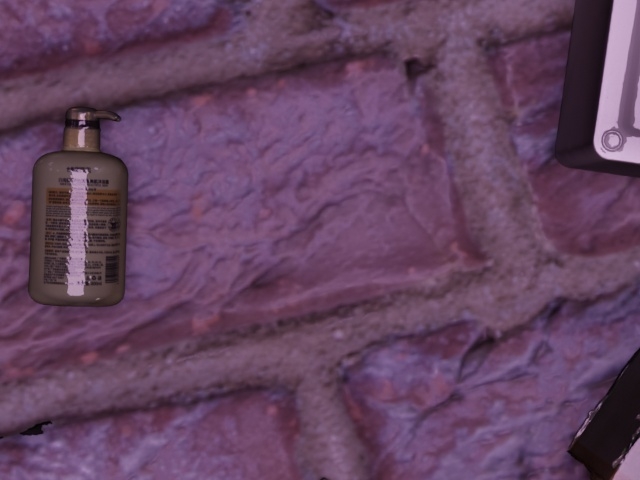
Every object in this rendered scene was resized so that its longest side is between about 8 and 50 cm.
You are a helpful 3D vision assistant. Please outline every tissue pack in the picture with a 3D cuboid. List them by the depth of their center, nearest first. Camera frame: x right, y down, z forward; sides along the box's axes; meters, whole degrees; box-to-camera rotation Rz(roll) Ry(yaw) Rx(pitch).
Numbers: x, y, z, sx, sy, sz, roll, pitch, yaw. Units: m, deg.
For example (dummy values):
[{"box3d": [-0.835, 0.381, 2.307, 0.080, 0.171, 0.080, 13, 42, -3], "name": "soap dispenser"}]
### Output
[{"box3d": [0.295, -0.172, 1.305, 0.159, 0.136, 0.246, 9, 91, -3], "name": "tissue pack"}]

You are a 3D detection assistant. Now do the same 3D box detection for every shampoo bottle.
[{"box3d": [-0.197, -0.028, 1.309, 0.079, 0.079, 0.162, 1, 90, -3], "name": "shampoo bottle"}]

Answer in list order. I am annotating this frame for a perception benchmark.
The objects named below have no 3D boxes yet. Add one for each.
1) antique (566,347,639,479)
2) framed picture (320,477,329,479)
[{"box3d": [0.300, 0.179, 1.305, 0.152, 0.147, 0.148, 36, 91, -3], "name": "antique"}, {"box3d": [0.078, 0.350, 1.285, 0.293, 0.018, 0.231, 22, 75, 16], "name": "framed picture"}]
